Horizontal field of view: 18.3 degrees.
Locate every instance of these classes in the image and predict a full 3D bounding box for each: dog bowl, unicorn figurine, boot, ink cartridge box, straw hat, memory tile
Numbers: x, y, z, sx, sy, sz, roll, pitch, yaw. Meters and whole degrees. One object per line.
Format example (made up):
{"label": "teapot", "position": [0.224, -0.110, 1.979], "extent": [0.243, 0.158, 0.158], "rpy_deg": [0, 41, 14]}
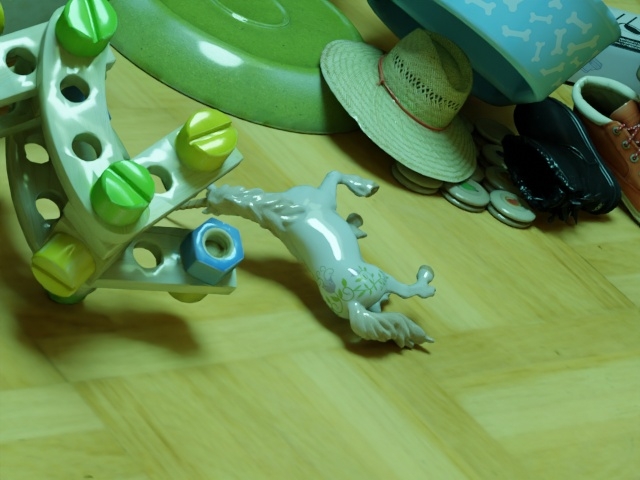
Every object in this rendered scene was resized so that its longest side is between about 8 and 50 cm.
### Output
{"label": "dog bowl", "position": [0.116, -0.169, 1.460], "extent": [0.166, 0.074, 0.297], "rpy_deg": [39, -2, -7]}
{"label": "unicorn figurine", "position": [0.000, 0.000, 1.198], "extent": [0.162, 0.060, 0.111], "rpy_deg": [42, 30, 29]}
{"label": "boot", "position": [0.164, -0.064, 1.454], "extent": [0.099, 0.045, 0.121], "rpy_deg": [2, 48, -55]}
{"label": "ink cartridge box", "position": [0.234, -0.172, 1.728], "extent": [0.207, 0.046, 0.097], "rpy_deg": [11, 29, -27]}
{"label": "straw hat", "position": [0.074, -0.113, 1.408], "extent": [0.144, 0.061, 0.144], "rpy_deg": [28, 32, -19]}
{"label": "memory tile", "position": [0.101, -0.063, 1.453], "extent": [0.113, 0.012, 0.148], "rpy_deg": [20, 27, -13]}
{"label": "boot", "position": [0.244, -0.062, 1.487], "extent": [0.059, 0.084, 0.158], "rpy_deg": [-38, 55, -17]}

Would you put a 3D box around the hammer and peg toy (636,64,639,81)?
{"label": "hammer and peg toy", "position": [0.391, -0.057, 1.540], "extent": [0.361, 0.127, 0.266], "rpy_deg": [5, 33, -48]}

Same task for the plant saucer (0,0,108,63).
{"label": "plant saucer", "position": [-0.242, -0.200, 1.235], "extent": [0.278, 0.041, 0.277], "rpy_deg": [1, 54, -2]}

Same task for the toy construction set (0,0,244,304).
{"label": "toy construction set", "position": [-0.200, -0.027, 0.998], "extent": [0.328, 0.151, 0.215], "rpy_deg": [-19, 76, -46]}

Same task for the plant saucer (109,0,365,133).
{"label": "plant saucer", "position": [-0.059, -0.160, 1.460], "extent": [0.241, 0.037, 0.241], "rpy_deg": [21, 27, -11]}
